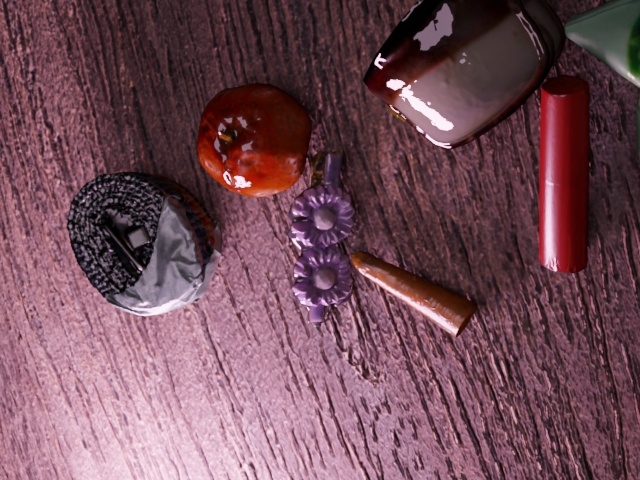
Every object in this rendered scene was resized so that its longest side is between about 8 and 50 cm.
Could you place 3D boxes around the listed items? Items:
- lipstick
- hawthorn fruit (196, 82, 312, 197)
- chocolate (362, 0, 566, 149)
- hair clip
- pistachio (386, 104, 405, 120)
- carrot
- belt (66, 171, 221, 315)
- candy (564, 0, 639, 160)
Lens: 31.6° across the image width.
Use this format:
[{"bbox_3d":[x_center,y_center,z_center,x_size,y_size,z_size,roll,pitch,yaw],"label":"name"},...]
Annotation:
[{"bbox_3d":[0.337,-0.087,1.565,0.073,0.073,0.279,8,122,22],"label":"lipstick"},{"bbox_3d":[-0.108,-0.152,1.719,0.179,0.200,0.179,2,97,18],"label":"hawthorn fruit"},{"bbox_3d":[0.213,-0.254,1.531,0.186,0.283,0.283,41,113,4],"label":"chocolate"},{"bbox_3d":[0.000,0.000,1.770,0.106,0.084,0.292,-4,104,-20],"label":"hair clip"},{"bbox_3d":[0.146,-0.211,1.679,0.173,0.049,0.089,37,112,14],"label":"pistachio"},{"bbox_3d":[0.135,0.072,1.730,0.210,0.061,0.061,30,110,17],"label":"carrot"},{"bbox_3d":[-0.284,0.004,1.855,0.207,0.150,0.257,-43,82,14],"label":"belt"},{"bbox_3d":[0.511,-0.171,1.489,0.263,0.172,0.398,-16,113,36],"label":"candy"}]
